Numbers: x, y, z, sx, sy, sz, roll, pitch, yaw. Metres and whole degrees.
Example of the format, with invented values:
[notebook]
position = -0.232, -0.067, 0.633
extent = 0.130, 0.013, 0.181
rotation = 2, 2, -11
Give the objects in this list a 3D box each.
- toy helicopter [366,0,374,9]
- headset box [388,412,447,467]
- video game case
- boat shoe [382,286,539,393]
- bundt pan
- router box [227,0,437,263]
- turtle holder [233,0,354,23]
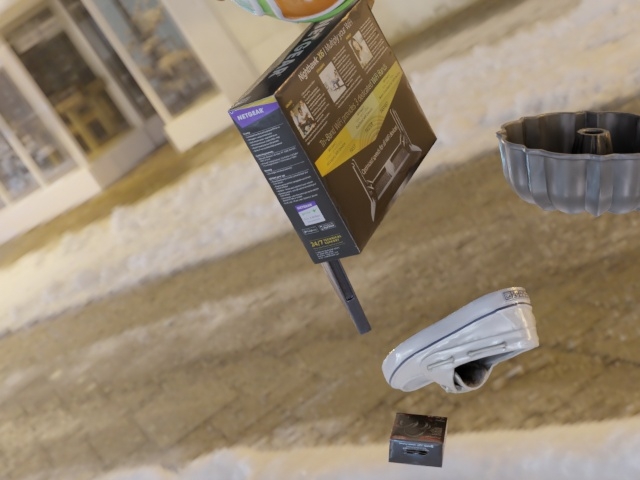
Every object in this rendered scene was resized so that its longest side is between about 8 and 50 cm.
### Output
[toy helicopter]
position = -0.088, -0.415, 1.884
extent = 0.235, 0.355, 0.140
rotation = -22, -48, -72
[headset box]
position = 0.111, 0.229, 1.397
extent = 0.062, 0.032, 0.083
rotation = 4, 15, 9
[video game case]
position = 0.000, 0.000, 1.987
extent = 0.026, 0.274, 0.196
rotation = -27, 31, -2
[boat shoe]
position = 0.175, 0.148, 1.532
extent = 0.096, 0.088, 0.267
rotation = 1, -26, -40
[bundt pan]
position = 0.469, -0.129, 2.109
extent = 0.330, 0.124, 0.331
rotation = -3, 18, 1
[router box]
position = 0.027, -0.154, 1.658
extent = 0.081, 0.243, 0.309
rotation = -14, 25, 35
[turtle holder]
position = -0.060, -0.440, 1.569
extent = 0.243, 0.320, 0.227
rotation = -10, 3, 21
